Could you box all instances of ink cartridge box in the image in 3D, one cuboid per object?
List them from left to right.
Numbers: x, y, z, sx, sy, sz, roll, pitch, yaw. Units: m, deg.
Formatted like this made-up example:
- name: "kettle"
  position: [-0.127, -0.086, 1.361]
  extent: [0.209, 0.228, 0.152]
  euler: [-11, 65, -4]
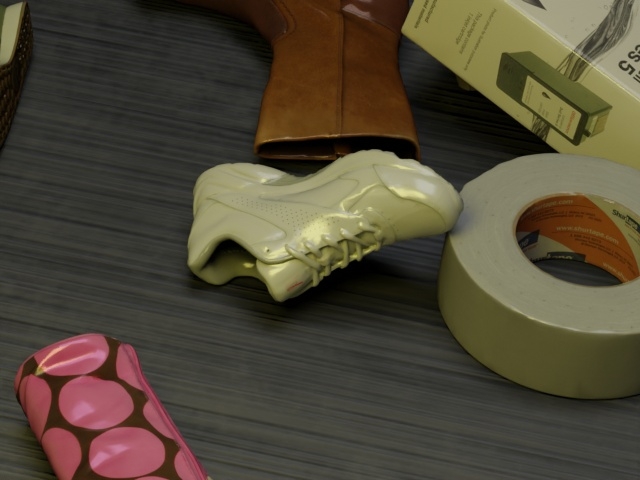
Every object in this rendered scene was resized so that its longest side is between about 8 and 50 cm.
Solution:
- name: "ink cartridge box"
  position: [0.242, -0.182, 1.737]
  extent: [0.273, 0.115, 0.198]
  euler: [38, 52, 12]

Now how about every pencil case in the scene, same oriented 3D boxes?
- name: "pencil case"
  position: [-0.133, 0.150, 1.377]
  extent: [0.098, 0.095, 0.209]
  euler: [-40, 52, 2]

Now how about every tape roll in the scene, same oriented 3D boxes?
- name: "tape roll"
  position: [0.205, 0.025, 1.581]
  extent: [0.219, 0.072, 0.219]
  euler: [4, 41, -4]

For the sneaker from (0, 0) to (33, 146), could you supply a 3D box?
- name: "sneaker"
  position: [-0.307, -0.142, 1.719]
  extent: [0.086, 0.064, 0.192]
  euler: [1, 40, 5]

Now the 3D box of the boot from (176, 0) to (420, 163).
- name: "boot"
  position: [-0.046, -0.168, 1.788]
  extent: [0.264, 0.096, 0.280]
  euler: [9, 47, -9]

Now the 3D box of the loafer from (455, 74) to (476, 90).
- name: "loafer"
  position: [0.180, -0.171, 1.823]
  extent: [0.148, 0.050, 0.056]
  euler: [-9, 45, -25]

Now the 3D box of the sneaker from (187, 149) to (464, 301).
- name: "sneaker"
  position: [0.000, 0.000, 1.560]
  extent: [0.232, 0.090, 0.115]
  euler: [-6, 50, 25]
